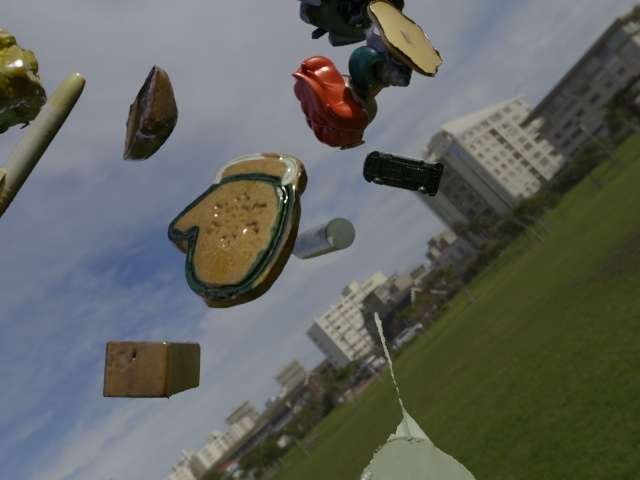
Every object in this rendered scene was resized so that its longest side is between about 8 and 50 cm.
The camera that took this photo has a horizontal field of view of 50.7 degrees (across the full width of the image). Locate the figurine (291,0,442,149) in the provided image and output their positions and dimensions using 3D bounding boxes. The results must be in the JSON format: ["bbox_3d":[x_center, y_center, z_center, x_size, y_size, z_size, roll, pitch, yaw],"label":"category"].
[{"bbox_3d":[0.056,-0.270,1.173,0.257,0.181,0.208,-44,11,35],"label":"figurine"}]

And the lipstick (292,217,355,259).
[{"bbox_3d":[0.000,0.000,1.293,0.059,0.059,0.264,-40,6,-16],"label":"lipstick"}]

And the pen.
[{"bbox_3d":[-0.351,-0.104,0.802,0.233,0.032,0.040,-61,-17,-9],"label":"pen"}]

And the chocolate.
[{"bbox_3d":[-0.131,-0.098,0.535,0.031,0.064,0.101,10,-14,-24],"label":"chocolate"}]

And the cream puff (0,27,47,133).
[{"bbox_3d":[-0.579,-0.273,1.136,0.221,0.195,0.194,-43,-7,-45],"label":"cream puff"}]

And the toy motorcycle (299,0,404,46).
[{"bbox_3d":[-0.024,-0.547,1.441,0.172,0.416,0.232,-64,1,-19],"label":"toy motorcycle"}]

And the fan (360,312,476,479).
[{"bbox_3d":[0.086,0.202,0.631,0.182,0.310,0.010,14,-42,-32],"label":"fan"}]

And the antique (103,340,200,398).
[{"bbox_3d":[-0.268,0.211,1.127,0.093,0.087,0.310,1,-9,0],"label":"antique"}]

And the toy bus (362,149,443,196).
[{"bbox_3d":[0.196,-0.171,1.656,0.089,0.194,0.087,-110,31,-74],"label":"toy bus"}]

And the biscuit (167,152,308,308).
[{"bbox_3d":[-0.174,-0.032,1.322,0.057,0.288,0.343,55,-137,-50],"label":"biscuit"}]
